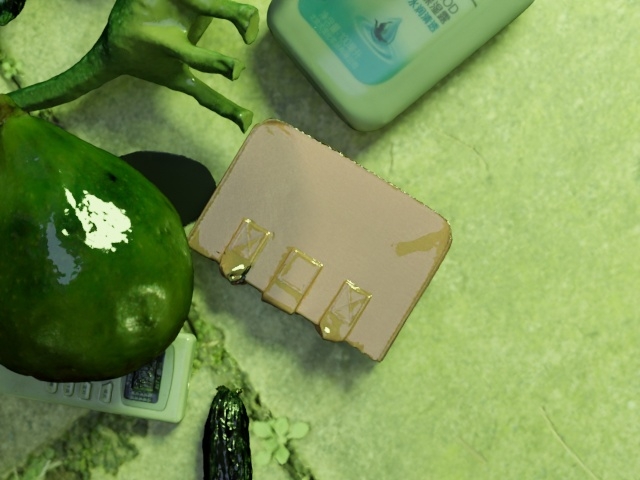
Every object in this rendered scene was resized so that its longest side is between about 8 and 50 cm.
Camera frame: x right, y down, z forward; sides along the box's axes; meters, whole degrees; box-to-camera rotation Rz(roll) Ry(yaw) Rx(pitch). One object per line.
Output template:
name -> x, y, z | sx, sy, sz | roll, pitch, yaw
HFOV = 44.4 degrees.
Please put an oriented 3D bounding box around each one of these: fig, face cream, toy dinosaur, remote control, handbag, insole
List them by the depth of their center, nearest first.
fig -> -0.216, 0.000, 0.658 | 0.195, 0.195, 0.245 | -15, 123, 4
toy dinosaur -> -0.180, -0.222, 0.708 | 0.300, 0.087, 0.447 | 24, 102, 17
face cream -> 0.119, -0.255, 0.716 | 0.336, 0.080, 0.163 | -39, 81, 3
handbag -> 0.000, 0.000, 0.727 | 0.212, 0.059, 0.157 | 30, 89, 6
remote control -> -0.218, 0.118, 0.753 | 0.189, 0.029, 0.088 | 9, 88, 5
insole -> -0.224, -0.030, 0.758 | 0.253, 0.005, 0.086 | -15, 109, 5

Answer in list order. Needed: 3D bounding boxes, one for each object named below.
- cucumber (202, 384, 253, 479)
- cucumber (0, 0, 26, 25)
cucumber -> -0.086, 0.227, 0.732 | 0.053, 0.053, 0.182 | -6, 85, 4
cucumber -> -0.329, -0.334, 0.759 | 0.056, 0.056, 0.284 | -21, 77, 3
